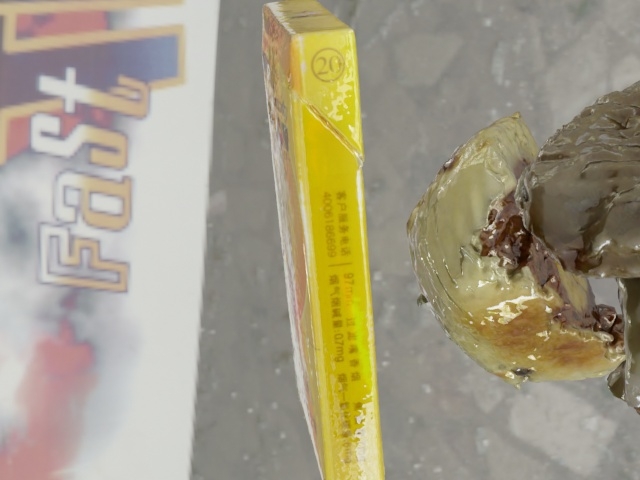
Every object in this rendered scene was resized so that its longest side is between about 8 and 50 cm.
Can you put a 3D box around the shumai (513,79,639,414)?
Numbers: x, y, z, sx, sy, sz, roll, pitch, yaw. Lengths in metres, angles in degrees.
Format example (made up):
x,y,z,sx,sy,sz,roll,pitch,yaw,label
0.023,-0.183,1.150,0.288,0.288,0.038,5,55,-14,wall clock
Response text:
x,y,z,sx,sy,sz,roll,pitch,yaw,label
0.239,-0.001,0.633,0.218,0.185,0.184,-27,30,9,shumai

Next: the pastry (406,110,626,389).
x,y,z,sx,sy,sz,roll,pitch,yaw,label
0.170,0.017,1.104,0.170,0.256,0.236,-30,43,23,pastry

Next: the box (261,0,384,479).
x,y,z,sx,sy,sz,roll,pitch,yaw,label
0.000,0.000,0.686,0.152,0.043,0.269,-119,22,-71,box
